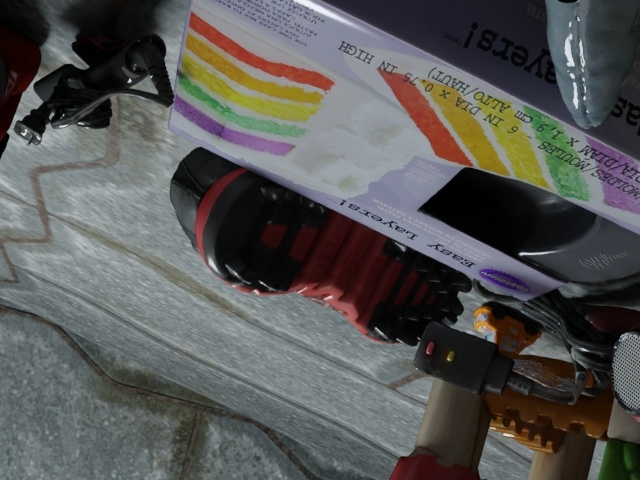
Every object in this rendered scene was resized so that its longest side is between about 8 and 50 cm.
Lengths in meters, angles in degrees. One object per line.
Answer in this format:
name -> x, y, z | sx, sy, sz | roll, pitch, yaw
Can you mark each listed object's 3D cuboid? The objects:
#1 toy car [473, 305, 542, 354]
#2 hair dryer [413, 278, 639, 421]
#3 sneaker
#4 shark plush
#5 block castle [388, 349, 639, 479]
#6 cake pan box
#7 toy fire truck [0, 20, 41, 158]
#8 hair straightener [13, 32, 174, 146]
toy car -> 0.173, 0.080, 0.888 | 0.060, 0.040, 0.122 | 31, 163, -23
hair dryer -> 0.222, 0.058, 0.693 | 0.294, 0.080, 0.224 | 13, -162, 21
sneaker -> 0.000, 0.000, 0.792 | 0.276, 0.097, 0.135 | 23, -172, -43
shark plush -> 0.101, -0.104, 0.375 | 0.073, 0.067, 0.161 | 20, 163, 14
block castle -> 0.301, 0.239, 0.823 | 0.453, 0.212, 0.303 | 7, 163, 37
cake pan box -> 0.057, -0.064, 0.564 | 0.267, 0.070, 0.246 | 26, 166, -6
toy fire truck -> -0.253, -0.112, 0.707 | 0.159, 0.217, 0.246 | 32, 120, -24
hair straightener -> -0.140, -0.083, 0.660 | 0.047, 0.089, 0.230 | 46, 168, -26
